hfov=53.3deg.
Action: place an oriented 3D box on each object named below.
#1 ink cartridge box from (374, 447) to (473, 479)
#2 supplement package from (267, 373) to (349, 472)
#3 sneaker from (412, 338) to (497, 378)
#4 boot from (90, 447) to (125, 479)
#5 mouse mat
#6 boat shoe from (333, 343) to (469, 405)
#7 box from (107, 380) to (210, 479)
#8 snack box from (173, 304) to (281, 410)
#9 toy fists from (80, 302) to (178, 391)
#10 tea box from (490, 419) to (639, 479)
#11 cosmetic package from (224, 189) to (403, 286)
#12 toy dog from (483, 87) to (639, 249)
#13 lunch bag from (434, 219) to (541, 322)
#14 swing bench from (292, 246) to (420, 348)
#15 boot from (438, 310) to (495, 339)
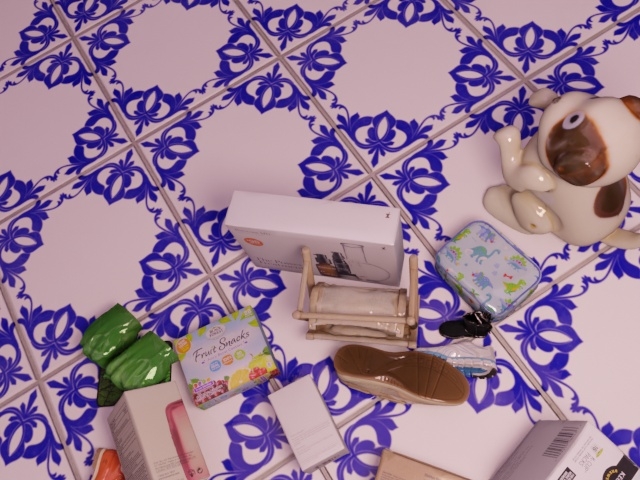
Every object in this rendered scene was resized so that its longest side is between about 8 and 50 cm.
[{"bbox_3d":[0.213,0.563,1.307,0.235,0.088,0.193,16,69,15],"label":"ink cartridge box"},{"bbox_3d":[-0.025,0.405,1.407,0.105,0.105,0.179,-27,65,-2],"label":"supplement package"},{"bbox_3d":[0.305,0.260,1.449,0.191,0.071,0.083,6,45,14],"label":"sneaker"},{"bbox_3d":[-0.479,0.554,1.444,0.085,0.059,0.158,3,66,5],"label":"boot"},{"bbox_3d":[-0.457,0.327,1.568,0.190,0.007,0.152,-6,65,6],"label":"mouse mat"},{"bbox_3d":[0.179,0.312,1.423,0.302,0.098,0.109,9,52,15],"label":"boat shoe"},{"bbox_3d":[-0.359,0.451,1.397,0.127,0.148,0.232,-5,57,-39],"label":"box"},{"bbox_3d":[-0.222,0.278,1.516,0.207,0.070,0.174,-24,65,-3],"label":"snack box"},{"bbox_3d":[-0.466,0.268,1.526,0.279,0.096,0.142,30,59,35],"label":"toy fists"},{"bbox_3d":[0.459,0.558,1.149,0.323,0.220,0.329,44,74,5],"label":"tea box"},{"bbox_3d":[0.000,0.000,1.486,0.377,0.284,0.097,7,67,13],"label":"cosmetic package"},{"bbox_3d":[0.555,-0.154,1.394,0.284,0.408,0.395,-32,65,-5],"label":"toy dog"},{"bbox_3d":[0.393,0.070,1.497,0.176,0.090,0.219,-41,66,-8],"label":"lunch bag"},{"bbox_3d":[0.090,0.146,1.419,0.253,0.254,0.165,2,63,11],"label":"swing bench"},{"bbox_3d":[0.331,0.192,1.447,0.121,0.099,0.045,2,65,10],"label":"boot"}]
